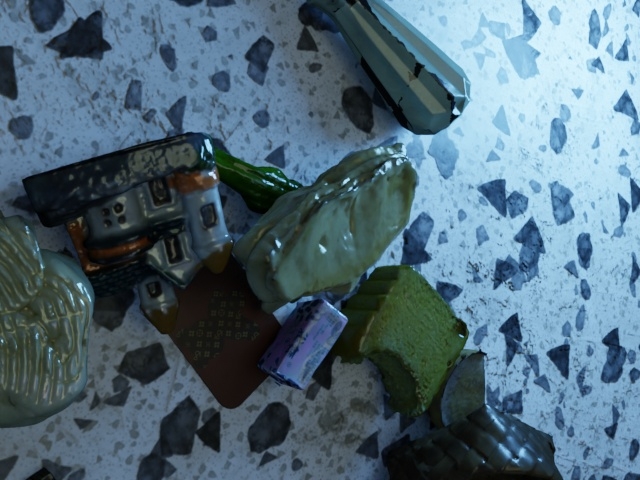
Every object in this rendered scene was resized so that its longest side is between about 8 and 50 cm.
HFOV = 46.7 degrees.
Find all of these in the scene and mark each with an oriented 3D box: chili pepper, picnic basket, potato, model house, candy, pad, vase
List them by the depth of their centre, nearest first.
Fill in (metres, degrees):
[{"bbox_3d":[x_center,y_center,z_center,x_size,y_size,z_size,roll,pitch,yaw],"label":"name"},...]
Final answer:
[{"bbox_3d":[-0.257,0.008,1.094,0.271,0.190,0.301,-17,104,-16],"label":"model house"},{"bbox_3d":[-0.135,-0.107,1.266,0.253,0.099,0.083,27,82,-31],"label":"chili pepper"},{"bbox_3d":[-0.169,0.146,1.289,0.181,0.004,0.267,-44,111,-29],"label":"pad"},{"bbox_3d":[-0.034,0.183,1.324,0.073,0.092,0.160,43,67,-20],"label":"candy"},{"bbox_3d":[0.293,0.515,1.371,0.293,0.337,0.337,28,73,-30],"label":"picnic basket"},{"bbox_3d":[0.135,-0.368,1.440,0.360,0.165,0.165,43,65,-21],"label":"vase"},{"bbox_3d":[0.275,0.340,1.535,0.138,0.098,0.243,-16,105,-30],"label":"potato"}]

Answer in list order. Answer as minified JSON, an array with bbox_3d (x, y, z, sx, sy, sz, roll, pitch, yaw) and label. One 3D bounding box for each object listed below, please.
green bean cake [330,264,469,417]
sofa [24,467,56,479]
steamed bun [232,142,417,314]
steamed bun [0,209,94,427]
[{"bbox_3d":[0.144,0.192,1.432,0.236,0.124,0.233,48,62,-23],"label":"green bean cake"},{"bbox_3d":[-0.400,0.402,1.096,0.060,0.039,0.118,-34,108,-30],"label":"sofa"},{"bbox_3d":[0.000,0.000,1.275,0.428,0.189,0.247,-40,125,-40],"label":"steamed bun"},{"bbox_3d":[-0.449,0.096,0.978,0.275,0.206,0.320,-30,96,-24],"label":"steamed bun"}]
